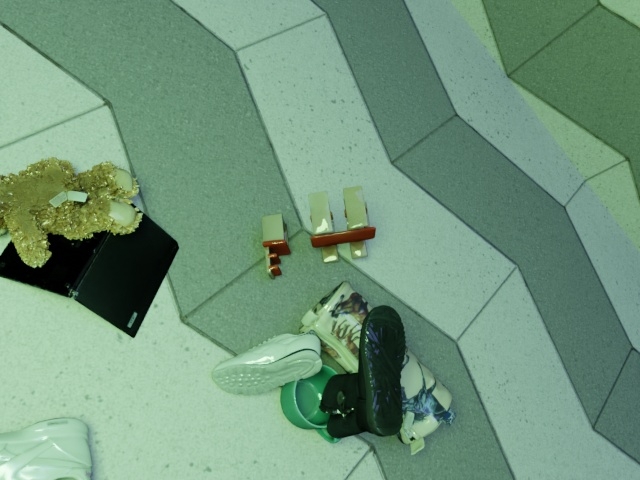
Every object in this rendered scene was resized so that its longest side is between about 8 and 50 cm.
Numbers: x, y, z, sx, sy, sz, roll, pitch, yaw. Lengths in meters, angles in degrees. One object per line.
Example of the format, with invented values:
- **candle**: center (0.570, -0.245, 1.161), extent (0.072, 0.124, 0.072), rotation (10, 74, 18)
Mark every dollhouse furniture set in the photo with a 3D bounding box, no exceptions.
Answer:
- **dollhouse furniture set**: center (0.000, 0.000, 1.297), extent (0.258, 0.262, 0.135), rotation (-9, 73, 2)

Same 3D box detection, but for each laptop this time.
- **laptop**: center (-0.462, 0.033, 1.134), extent (0.264, 0.137, 0.234), rotation (16, 58, 5)

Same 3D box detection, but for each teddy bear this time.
- **teddy bear**: center (-0.510, -0.063, 1.059), extent (0.337, 0.113, 0.245), rotation (-21, 68, -26)

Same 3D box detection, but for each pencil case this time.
- **pencil case**: center (0.125, 0.280, 1.281), extent (0.410, 0.160, 0.183), rotation (48, 21, -6)

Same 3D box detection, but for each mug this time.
- **mug**: center (-0.022, 0.353, 1.205), extent (0.129, 0.097, 0.158), rotation (13, 64, -27)

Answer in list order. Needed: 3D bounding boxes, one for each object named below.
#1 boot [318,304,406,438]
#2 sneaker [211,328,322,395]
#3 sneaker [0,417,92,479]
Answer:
- **boot**: center (0.074, 0.265, 1.108), extent (0.094, 0.207, 0.247), rotation (10, 70, -27)
- **sneaker**: center (-0.112, 0.252, 1.172), extent (0.234, 0.090, 0.095), rotation (-12, 38, 2)
- **sneaker**: center (-0.510, 0.375, 0.867), extent (0.304, 0.114, 0.152), rotation (-5, 49, -34)
